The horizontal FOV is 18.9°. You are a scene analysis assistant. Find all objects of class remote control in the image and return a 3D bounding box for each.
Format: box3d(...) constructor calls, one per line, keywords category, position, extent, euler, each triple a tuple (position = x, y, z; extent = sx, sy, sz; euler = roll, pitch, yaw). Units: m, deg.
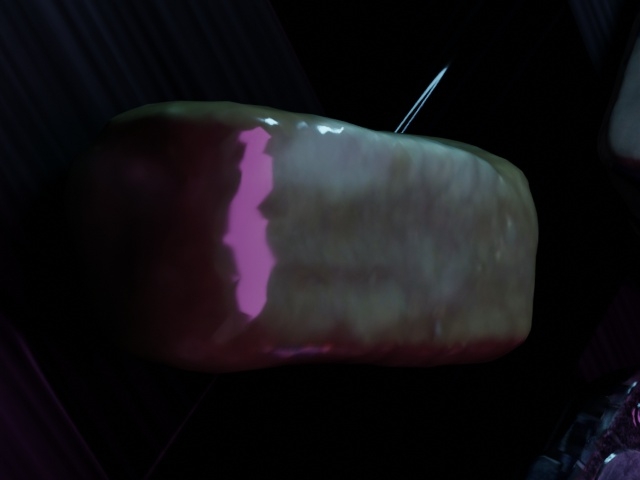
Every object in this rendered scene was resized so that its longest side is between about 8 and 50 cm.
box3d(category="remote control", position=(0.111, 0.173, 0.983), extent=(0.090, 0.066, 0.266), euler=(51, 57, -24))

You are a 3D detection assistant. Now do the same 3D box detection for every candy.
box3d(category="candy", position=(0.000, 0.000, 0.788), extent=(0.234, 0.102, 0.104), euler=(4, 89, -50))

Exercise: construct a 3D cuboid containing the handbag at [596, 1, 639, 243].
box3d(category="handbag", position=(0.280, -0.079, 1.085), extent=(0.193, 0.190, 0.252), euler=(60, 43, -49))
